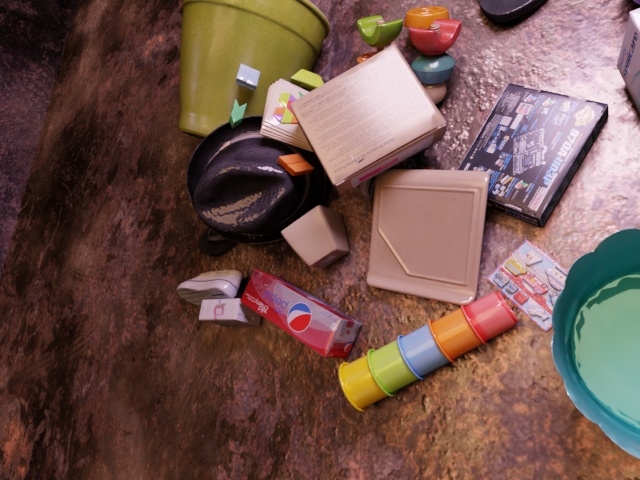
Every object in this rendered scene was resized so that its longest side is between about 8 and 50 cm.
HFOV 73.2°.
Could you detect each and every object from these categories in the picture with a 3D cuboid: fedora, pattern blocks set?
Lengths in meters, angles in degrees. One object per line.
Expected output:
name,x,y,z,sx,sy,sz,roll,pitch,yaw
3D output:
fedora,-0.157,-0.110,0.951,0.334,0.334,0.152,-36,14,20
pattern blocks set,-0.032,-0.260,0.929,0.026,0.324,0.285,133,139,-56

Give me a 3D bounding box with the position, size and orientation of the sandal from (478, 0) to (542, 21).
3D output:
sandal,0.452,-0.646,0.840,0.167,0.107,0.446,38,97,37

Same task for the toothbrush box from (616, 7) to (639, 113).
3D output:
toothbrush box,0.578,-0.205,0.575,0.216,0.126,0.296,-15,65,20

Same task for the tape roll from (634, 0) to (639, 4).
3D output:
tape roll,0.562,-0.462,0.650,0.189,0.189,0.080,-15,65,30

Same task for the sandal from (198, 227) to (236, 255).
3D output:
sandal,-0.232,-0.037,1.133,0.254,0.054,0.097,-25,61,25

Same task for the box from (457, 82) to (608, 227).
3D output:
box,0.364,-0.157,0.767,0.175,0.051,0.220,31,93,37

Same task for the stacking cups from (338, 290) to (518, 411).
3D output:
stacking cups,0.187,0.196,0.749,0.316,0.096,0.096,-31,59,19

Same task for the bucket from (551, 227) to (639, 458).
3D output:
bucket,0.440,0.131,0.532,0.281,0.183,0.281,-11,69,31

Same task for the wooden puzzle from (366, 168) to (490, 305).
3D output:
wooden puzzle,0.197,-0.014,0.816,0.221,0.044,0.239,9,93,36

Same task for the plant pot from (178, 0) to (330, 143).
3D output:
plant pot,-0.199,-0.410,1.085,0.366,0.366,0.353,21,98,37

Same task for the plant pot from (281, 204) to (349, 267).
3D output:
plant pot,0.000,0.000,0.937,0.109,0.109,0.096,-34,71,21

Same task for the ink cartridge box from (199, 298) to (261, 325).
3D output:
ink cartridge box,-0.212,0.173,1.026,0.122,0.088,0.052,-6,68,33

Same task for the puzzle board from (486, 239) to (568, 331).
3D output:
puzzle board,0.358,0.072,0.717,0.096,0.011,0.128,-48,54,11

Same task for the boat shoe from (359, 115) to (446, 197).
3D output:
boat shoe,0.175,-0.175,0.893,0.228,0.080,0.076,-50,52,1

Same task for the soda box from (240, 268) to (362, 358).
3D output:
soda box,-0.048,0.152,0.918,0.263,0.092,0.083,23,89,37

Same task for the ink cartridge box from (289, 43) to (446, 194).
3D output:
ink cartridge box,0.089,-0.229,0.833,0.234,0.088,0.193,-28,78,4

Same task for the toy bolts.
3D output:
toy bolts,0.214,-0.396,0.935,0.218,0.158,0.228,-23,40,-20

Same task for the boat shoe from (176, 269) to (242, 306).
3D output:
boat shoe,-0.279,0.119,1.109,0.226,0.083,0.076,-5,41,39
